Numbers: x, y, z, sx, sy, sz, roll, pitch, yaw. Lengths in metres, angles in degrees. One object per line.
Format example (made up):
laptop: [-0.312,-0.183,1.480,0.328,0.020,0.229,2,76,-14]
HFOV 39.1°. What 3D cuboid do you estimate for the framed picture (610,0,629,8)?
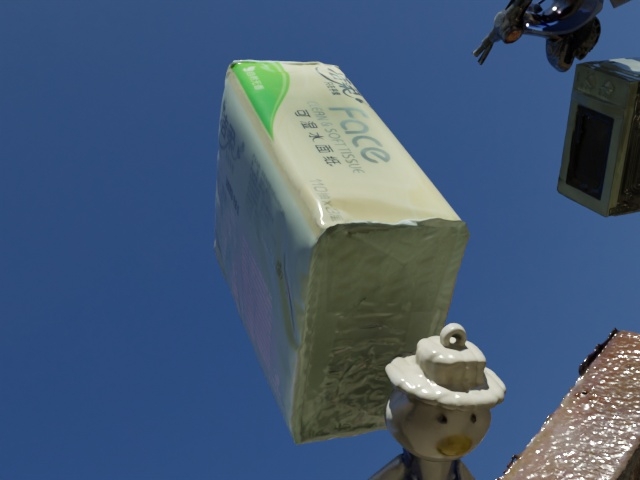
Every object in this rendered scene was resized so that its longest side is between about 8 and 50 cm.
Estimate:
framed picture: [0.505,-0.483,1.373,0.023,0.260,0.189,-34,-80,-26]

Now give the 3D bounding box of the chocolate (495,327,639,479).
chocolate: [0.318,0.218,0.978,0.321,0.111,0.112,-37,-64,-39]

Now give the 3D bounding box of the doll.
doll: [0.110,0.220,0.907,0.138,0.119,0.293,6,-72,-11]

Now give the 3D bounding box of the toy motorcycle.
toy motorcycle: [0.342,-0.410,1.335,0.212,0.125,0.359,-17,-54,-20]

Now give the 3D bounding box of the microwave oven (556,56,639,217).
microwave oven: [0.460,-0.157,1.343,0.162,0.122,0.208,-10,-62,-24]

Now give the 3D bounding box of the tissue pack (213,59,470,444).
tissue pack: [0.000,0.000,1.161,0.205,0.405,0.332,-4,-54,-19]
